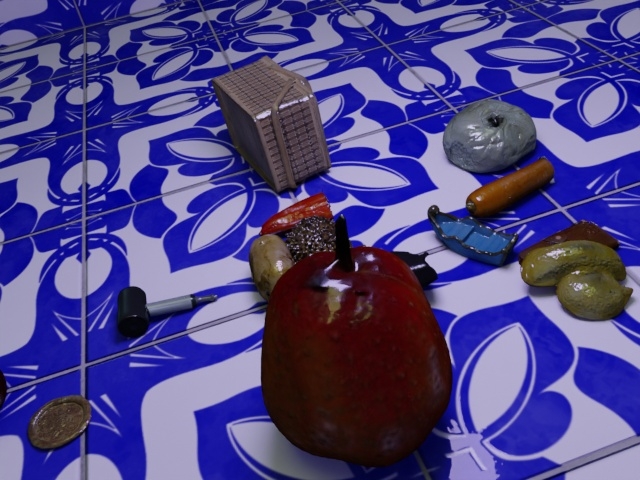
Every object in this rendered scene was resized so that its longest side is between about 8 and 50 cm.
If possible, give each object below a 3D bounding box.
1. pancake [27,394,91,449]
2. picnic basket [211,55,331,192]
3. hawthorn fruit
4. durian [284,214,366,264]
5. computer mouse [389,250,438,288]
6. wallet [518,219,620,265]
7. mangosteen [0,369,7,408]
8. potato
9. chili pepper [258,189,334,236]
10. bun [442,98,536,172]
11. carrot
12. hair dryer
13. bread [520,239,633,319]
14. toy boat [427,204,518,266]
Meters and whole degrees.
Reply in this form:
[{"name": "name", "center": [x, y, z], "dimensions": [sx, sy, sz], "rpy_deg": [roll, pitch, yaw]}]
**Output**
[{"name": "pancake", "center": [-0.448, 0.309, 1.079], "dimensions": [0.114, 0.011, 0.115], "rpy_deg": [-6, 39, 5]}, {"name": "picnic basket", "center": [-0.112, -0.290, 1.550], "dimensions": [0.175, 0.228, 0.313], "rpy_deg": [-27, 41, -14]}, {"name": "hawthorn fruit", "center": [0.048, 0.134, 0.904], "dimensions": [0.284, 0.369, 0.285], "rpy_deg": [-3, 21, 1]}, {"name": "durian", "center": [0.000, 0.000, 1.277], "dimensions": [0.188, 0.091, 0.148], "rpy_deg": [5, 42, 18]}, {"name": "computer mouse", "center": [0.098, 0.089, 1.149], "dimensions": [0.264, 0.088, 0.147], "rpy_deg": [-23, 19, -19]}, {"name": "wallet", "center": [0.468, 0.018, 1.190], "dimensions": [0.176, 0.026, 0.095], "rpy_deg": [-25, 42, -14]}, {"name": "mangosteen", "center": [-0.612, 0.283, 1.067], "dimensions": [0.145, 0.156, 0.181], "rpy_deg": [-3, 63, -30]}, {"name": "potato", "center": [-0.094, 0.057, 1.222], "dimensions": [0.080, 0.107, 0.170], "rpy_deg": [14, 35, -26]}, {"name": "chili pepper", "center": [-0.058, -0.045, 1.375], "dimensions": [0.168, 0.065, 0.088], "rpy_deg": [-22, 24, -5]}, {"name": "bun", "center": [0.395, -0.256, 1.472], "dimensions": [0.221, 0.108, 0.221], "rpy_deg": [-7, 39, 6]}, {"name": "carrot", "center": [0.398, -0.108, 1.329], "dimensions": [0.225, 0.067, 0.067], "rpy_deg": [-27, 42, -20]}, {"name": "hair dryer", "center": [-0.301, 0.126, 1.242], "dimensions": [0.197, 0.057, 0.100], "rpy_deg": [-9, 39, -10]}, {"name": "bread", "center": [0.449, 0.061, 1.097], "dimensions": [0.187, 0.065, 0.149], "rpy_deg": [7, 56, 9]}, {"name": "toy boat", "center": [0.293, -0.017, 1.234], "dimensions": [0.185, 0.077, 0.075], "rpy_deg": [24, 52, 35]}]
